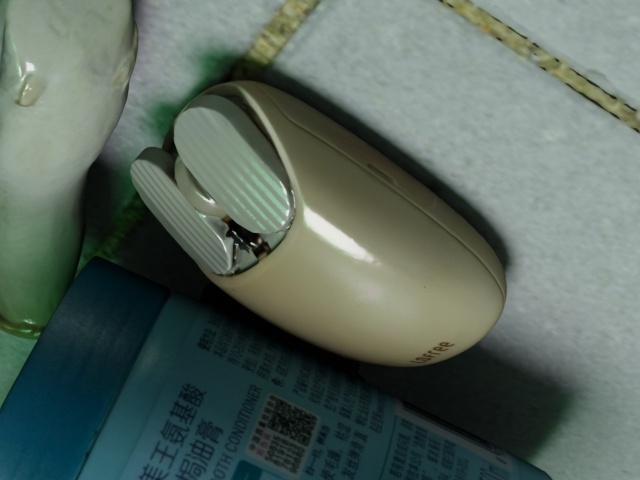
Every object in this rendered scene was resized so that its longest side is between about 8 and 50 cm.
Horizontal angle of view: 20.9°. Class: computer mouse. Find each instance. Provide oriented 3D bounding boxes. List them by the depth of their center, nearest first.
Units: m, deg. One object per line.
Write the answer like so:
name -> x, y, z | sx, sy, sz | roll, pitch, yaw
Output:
computer mouse -> 0.000, 0.000, 1.044 | 0.236, 0.082, 0.145 | 35, 145, -16

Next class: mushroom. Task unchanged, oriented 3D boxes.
mushroom -> -0.175, -0.059, 1.062 | 0.109, 0.097, 0.351 | 59, 153, 25

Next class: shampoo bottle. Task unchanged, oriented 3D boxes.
shampoo bottle -> -0.060, 0.227, 1.111 | 0.342, 0.331, 0.331 | 24, 145, -2

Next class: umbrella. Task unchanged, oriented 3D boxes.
umbrella -> -0.023, 0.066, 1.187 | 0.133, 0.031, 0.036 | 36, 162, -18
